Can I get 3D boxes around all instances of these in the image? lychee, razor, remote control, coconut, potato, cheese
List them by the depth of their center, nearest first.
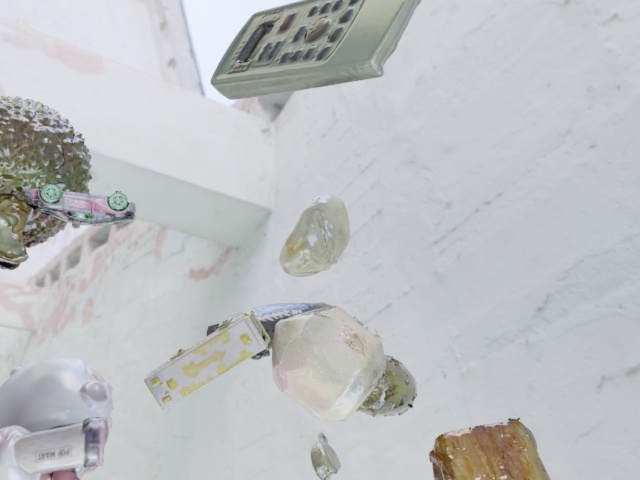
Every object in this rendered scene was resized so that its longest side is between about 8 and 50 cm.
[{"bbox_3d":[-0.013,-0.216,0.674,0.285,0.038,0.124,11,-111,51],"label":"remote control"},{"bbox_3d":[0.005,0.180,0.974,0.171,0.183,0.171,-50,171,-11],"label":"coconut"},{"bbox_3d":[-0.520,-0.107,1.035,0.270,0.269,0.320,-63,-175,17],"label":"lychee"},{"bbox_3d":[0.107,0.270,1.175,0.149,0.251,0.113,8,-102,19],"label":"potato"},{"bbox_3d":[-0.106,0.211,1.525,0.189,0.326,0.107,-5,-90,44],"label":"razor"},{"bbox_3d":[0.016,0.550,1.589,0.047,0.092,0.171,-33,176,5],"label":"cheese"}]

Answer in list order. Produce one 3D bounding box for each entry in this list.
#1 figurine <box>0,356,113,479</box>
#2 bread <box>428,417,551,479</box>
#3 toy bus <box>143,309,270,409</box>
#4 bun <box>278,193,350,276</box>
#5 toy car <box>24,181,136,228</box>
[{"bbox_3d":[-0.459,0.322,1.049,0.253,0.211,0.361,-37,-168,-5],"label":"figurine"},{"bbox_3d":[0.287,0.446,0.928,0.344,0.195,0.149,-107,-160,-45],"label":"bread"},{"bbox_3d":[-0.204,0.211,1.127,0.226,0.081,0.074,-30,-177,1],"label":"toy bus"},{"bbox_3d":[0.000,0.000,1.229,0.183,0.102,0.183,-56,169,-17],"label":"bun"},{"bbox_3d":[-0.321,-0.043,0.839,0.069,0.142,0.055,-14,-108,63],"label":"toy car"}]
